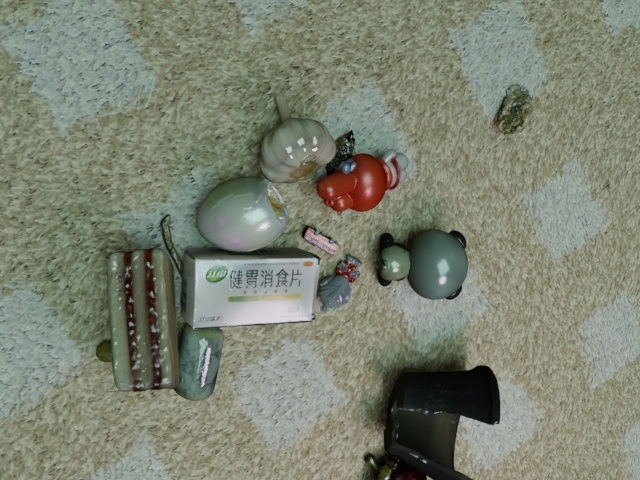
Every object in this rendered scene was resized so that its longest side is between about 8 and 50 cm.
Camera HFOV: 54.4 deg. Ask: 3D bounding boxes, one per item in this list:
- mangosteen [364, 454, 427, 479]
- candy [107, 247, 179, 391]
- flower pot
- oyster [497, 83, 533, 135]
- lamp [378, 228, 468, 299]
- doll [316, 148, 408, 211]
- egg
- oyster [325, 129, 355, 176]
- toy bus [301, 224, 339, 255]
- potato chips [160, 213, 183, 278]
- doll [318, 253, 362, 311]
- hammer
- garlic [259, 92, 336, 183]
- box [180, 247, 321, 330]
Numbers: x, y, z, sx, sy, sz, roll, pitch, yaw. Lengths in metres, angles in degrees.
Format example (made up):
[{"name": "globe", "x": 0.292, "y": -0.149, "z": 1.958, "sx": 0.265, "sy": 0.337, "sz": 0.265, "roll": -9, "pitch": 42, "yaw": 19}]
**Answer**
[{"name": "mangosteen", "x": 0.227, "y": 0.728, "z": 1.849, "sx": 0.183, "sy": 0.172, "sz": 0.173, "roll": -4, "pitch": 104, "yaw": 8}, {"name": "candy", "x": -0.406, "y": 0.190, "z": 1.439, "sx": 0.135, "sy": 0.179, "sz": 0.321, "roll": -4, "pitch": 80, "yaw": -6}, {"name": "flower pot", "x": 0.324, "y": 0.513, "z": 1.771, "sx": 0.251, "sy": 0.379, "sz": 0.380, "roll": 13, "pitch": 97, "yaw": -1}, {"name": "oyster", "x": 0.563, "y": -0.362, "z": 1.791, "sx": 0.108, "sy": 0.053, "sz": 0.166, "roll": 31, "pitch": 83, "yaw": -33}, {"name": "lamp", "x": 0.284, "y": 0.065, "z": 1.722, "sx": 0.243, "sy": 0.198, "sz": 0.198, "roll": 3, "pitch": 101, "yaw": 3}, {"name": "doll", "x": 0.108, "y": -0.151, "z": 1.621, "sx": 0.290, "sy": 0.130, "sz": 0.161, "roll": -24, "pitch": 138, "yaw": -30}, {"name": "egg", "x": -0.199, "y": -0.058, "z": 1.514, "sx": 0.217, "sy": 0.183, "sz": 0.183, "roll": -24, "pitch": 110, "yaw": 14}, {"name": "oyster", "x": 0.055, "y": -0.223, "z": 1.649, "sx": 0.086, "sy": 0.029, "sz": 0.132, "roll": -11, "pitch": 111, "yaw": -19}, {"name": "toy bus", "x": 0.000, "y": 0.000, "z": 1.677, "sx": 0.110, "sy": 0.031, "sz": 0.043, "roll": 30, "pitch": 97, "yaw": -23}, {"name": "potato chips", "x": -0.360, "y": 0.034, "z": 1.559, "sx": 0.037, "sy": 0.026, "sz": 0.204, "roll": -23, "pitch": 108, "yaw": -20}, {"name": "doll", "x": 0.052, "y": 0.120, "z": 1.701, "sx": 0.094, "sy": 0.079, "sz": 0.180, "roll": 35, "pitch": 75, "yaw": -8}, {"name": "hammer", "x": -0.406, "y": 0.291, "z": 1.566, "sx": 0.305, "sy": 0.113, "sz": 0.202, "roll": 10, "pitch": 95, "yaw": -13}, {"name": "garlic", "x": -0.082, "y": -0.265, "z": 1.542, "sx": 0.199, "sy": 0.199, "sz": 0.226, "roll": -19, "pitch": 75, "yaw": -15}, {"name": "box", "x": -0.175, "y": 0.113, "z": 1.566, "sx": 0.332, "sy": 0.145, "sz": 0.173, "roll": 0, "pitch": 102, "yaw": -24}]
